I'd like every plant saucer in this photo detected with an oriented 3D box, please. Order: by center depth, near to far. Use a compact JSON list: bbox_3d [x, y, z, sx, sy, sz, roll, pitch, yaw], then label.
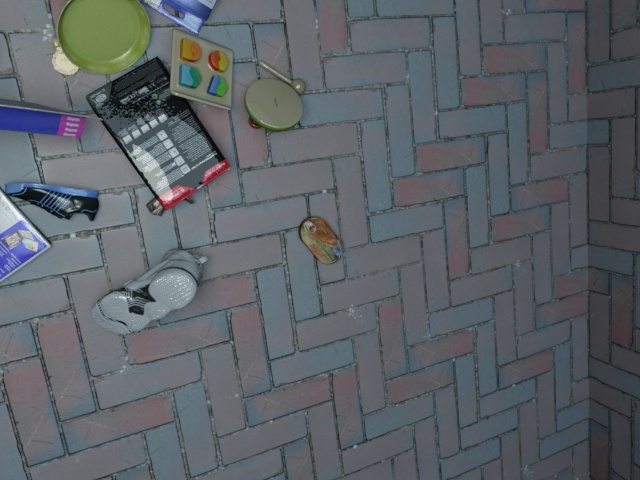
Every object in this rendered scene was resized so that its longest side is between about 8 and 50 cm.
[{"bbox_3d":[-0.576,-0.561,1.309,0.240,0.037,0.241,-29,152,-17],"label":"plant saucer"}]

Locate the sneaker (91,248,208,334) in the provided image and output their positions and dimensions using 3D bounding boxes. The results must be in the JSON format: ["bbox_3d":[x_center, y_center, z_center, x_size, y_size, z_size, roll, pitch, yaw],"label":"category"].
[{"bbox_3d":[-0.497,0.146,1.475,0.365,0.210,0.138,-23,110,18],"label":"sneaker"}]

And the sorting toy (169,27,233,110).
[{"bbox_3d":[-0.338,-0.496,1.427,0.192,0.038,0.209,6,77,-40],"label":"sorting toy"}]

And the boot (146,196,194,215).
[{"bbox_3d":[-0.458,-0.109,1.497,0.106,0.037,0.114,39,79,-10],"label":"boot"}]

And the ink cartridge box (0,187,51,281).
[{"bbox_3d":[-0.887,-0.004,1.328,0.208,0.045,0.206,-39,110,-13],"label":"ink cartridge box"}]

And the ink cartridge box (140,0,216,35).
[{"bbox_3d":[-0.355,-0.757,1.367,0.185,0.065,0.311,24,112,-26],"label":"ink cartridge box"}]

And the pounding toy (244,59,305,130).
[{"bbox_3d":[-0.153,-0.423,1.556,0.182,0.110,0.237,20,61,-14],"label":"pounding toy"}]

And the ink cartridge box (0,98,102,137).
[{"bbox_3d":[-0.739,-0.287,1.125,0.324,0.329,0.072,-8,112,-55],"label":"ink cartridge box"}]

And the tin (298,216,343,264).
[{"bbox_3d":[0.000,0.000,1.710,0.106,0.040,0.190,-45,112,-15],"label":"tin"}]

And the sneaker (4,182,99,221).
[{"bbox_3d":[-0.737,-0.105,1.355,0.232,0.081,0.091,5,89,-25],"label":"sneaker"}]

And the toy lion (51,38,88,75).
[{"bbox_3d":[-0.683,-0.502,1.343,0.100,0.034,0.096,-17,112,-20],"label":"toy lion"}]

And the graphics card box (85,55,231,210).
[{"bbox_3d":[-0.459,-0.302,1.417,0.232,0.094,0.371,-37,105,-13],"label":"graphics card box"}]
